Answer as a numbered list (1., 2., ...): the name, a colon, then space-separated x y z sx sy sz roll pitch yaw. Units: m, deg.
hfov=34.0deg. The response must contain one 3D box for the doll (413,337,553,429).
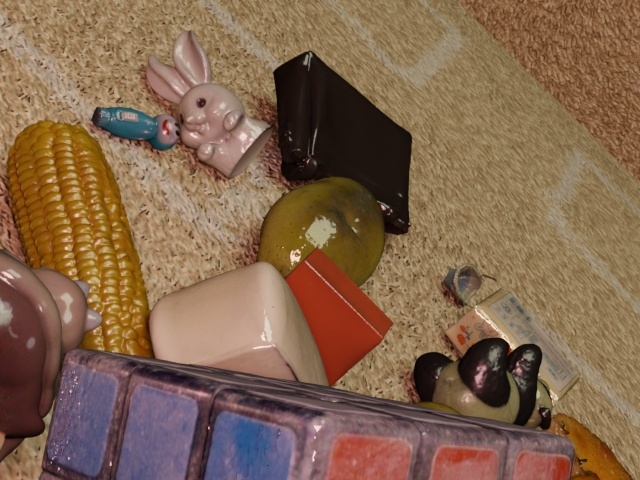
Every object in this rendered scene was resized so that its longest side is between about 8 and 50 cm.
1. doll: 0.240 0.217 1.494 0.234 0.143 0.135 10 68 -49

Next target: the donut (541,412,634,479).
1. donut: 0.406 0.387 1.511 0.152 0.101 0.259 18 37 -41

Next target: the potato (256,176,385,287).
1. potato: 0.000 0.000 1.451 0.169 0.143 0.248 49 37 0

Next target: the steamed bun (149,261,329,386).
1. steamed bun: -0.077 0.132 1.085 0.164 0.146 0.241 -104 172 -47

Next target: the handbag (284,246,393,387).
1. handbag: -0.026 0.116 1.206 0.127 0.190 0.063 44 27 0

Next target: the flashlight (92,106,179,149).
1. flashlight: -0.250 -0.154 1.423 0.129 0.051 0.051 8 45 -40

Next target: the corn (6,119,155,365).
1. corn: -0.254 0.014 1.118 0.120 0.120 0.363 10 46 -47

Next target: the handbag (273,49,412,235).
1. handbag: 0.037 -0.150 1.721 0.285 0.113 0.257 36 35 -31

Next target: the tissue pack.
1. tissue pack: 0.307 0.183 1.657 0.196 0.092 0.148 50 28 12

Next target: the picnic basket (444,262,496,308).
1. picnic basket: 0.245 0.077 1.743 0.083 0.065 0.083 26 -26 39

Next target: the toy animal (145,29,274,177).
1. toy animal: -0.177 -0.200 1.512 0.221 0.104 0.131 46 29 3

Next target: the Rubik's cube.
1. Rubik's cube: -0.027 0.259 0.793 0.304 0.301 0.305 18 82 -42

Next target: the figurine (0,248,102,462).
1. figurine: -0.327 0.141 0.799 0.248 0.203 0.380 20 48 -12

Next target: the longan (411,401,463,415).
1. longan: 0.115 0.255 1.263 0.176 0.145 0.154 43 -19 26
